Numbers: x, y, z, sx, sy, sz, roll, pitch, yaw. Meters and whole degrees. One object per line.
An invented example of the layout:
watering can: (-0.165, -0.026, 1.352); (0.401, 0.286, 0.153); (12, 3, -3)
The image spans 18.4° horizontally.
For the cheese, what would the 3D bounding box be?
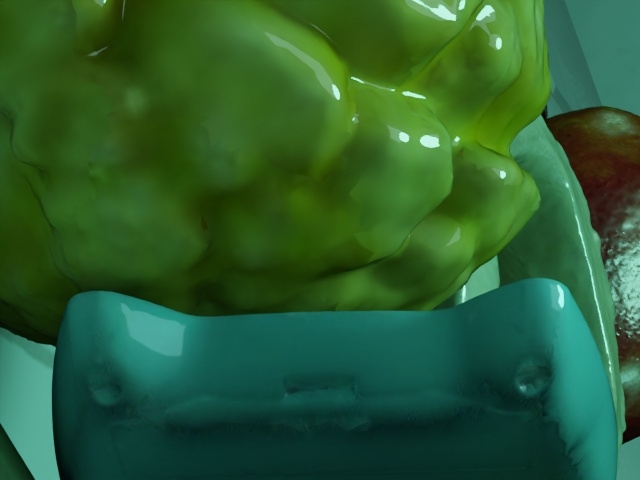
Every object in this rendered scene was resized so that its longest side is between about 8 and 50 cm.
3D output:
cheese: (0.112, 0.054, 1.523); (0.292, 0.153, 0.332); (11, 66, -59)

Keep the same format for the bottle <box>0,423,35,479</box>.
bottle: (-0.164, 0.096, 0.831); (0.201, 0.072, 0.072); (62, 16, -16)

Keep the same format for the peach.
peach: (0.242, 0.028, 1.834); (0.281, 0.281, 0.338); (57, 45, -27)

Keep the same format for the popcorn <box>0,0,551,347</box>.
popcorn: (-0.065, -0.098, 0.929); (0.354, 0.344, 0.390); (61, 15, 10)

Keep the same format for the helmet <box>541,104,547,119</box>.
helmet: (0.085, -0.182, 1.883); (0.253, 0.154, 0.198); (57, 1, -7)

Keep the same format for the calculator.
calculator: (0.010, 0.127, 0.929); (0.386, 0.256, 0.054); (82, 7, -63)
